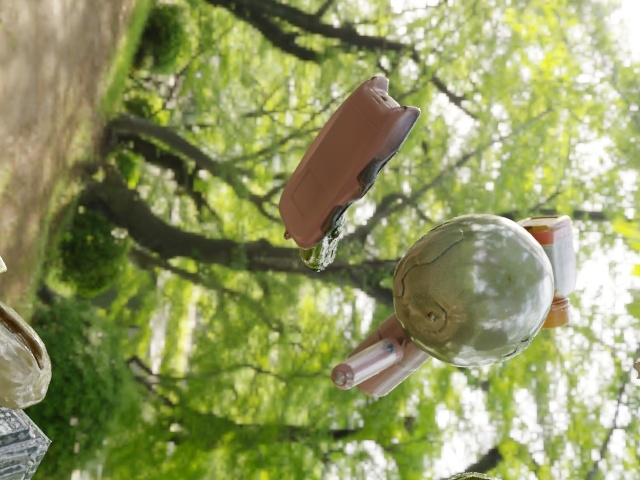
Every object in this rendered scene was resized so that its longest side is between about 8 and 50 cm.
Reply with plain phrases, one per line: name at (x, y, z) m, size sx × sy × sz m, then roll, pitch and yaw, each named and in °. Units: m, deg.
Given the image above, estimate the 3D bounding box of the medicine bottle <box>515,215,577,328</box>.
medicine bottle at (0.469, 0.067, 1.975) m, size 0.149 × 0.112 × 0.222 m, roll -19°, pitch 104°, yaw -55°

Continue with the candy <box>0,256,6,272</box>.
candy at (-0.573, 0.014, 1.320) m, size 0.146 × 0.088 × 0.276 m, roll 63°, pitch 11°, yaw -2°

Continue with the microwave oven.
microwave oven at (-0.749, 0.479, 1.951) m, size 0.238 × 0.181 × 0.295 m, roll -57°, pitch 157°, yaw 16°

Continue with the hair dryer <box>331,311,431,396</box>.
hair dryer at (0.102, 0.251, 1.930) m, size 0.210 × 0.125 × 0.352 m, roll -45°, pitch 164°, yaw 28°

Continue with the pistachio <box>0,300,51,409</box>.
pistachio at (-0.519, 0.174, 1.493) m, size 0.223 × 0.152 × 0.126 m, roll 57°, pitch 34°, yaw -14°

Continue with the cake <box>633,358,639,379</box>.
cake at (0.466, 0.159, 1.077) m, size 0.147 × 0.135 × 0.135 m, roll -39°, pitch -103°, yaw 42°

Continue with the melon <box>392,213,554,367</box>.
melon at (0.268, 0.090, 1.646) m, size 0.330 × 0.268 × 0.269 m, roll -14°, pitch 110°, yaw -55°

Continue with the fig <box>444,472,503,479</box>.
fig at (0.240, 0.451, 1.414) m, size 0.225 × 0.202 × 0.203 m, roll -79°, pitch 172°, yaw -80°

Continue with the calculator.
calculator at (0.031, -0.131, 1.623) m, size 0.330 × 0.048 × 0.220 m, roll -53°, pitch -147°, yaw 13°

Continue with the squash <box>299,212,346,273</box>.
squash at (-0.001, -0.001, 1.931) m, size 0.331 × 0.087 × 0.087 m, roll 105°, pitch -13°, yaw -68°
